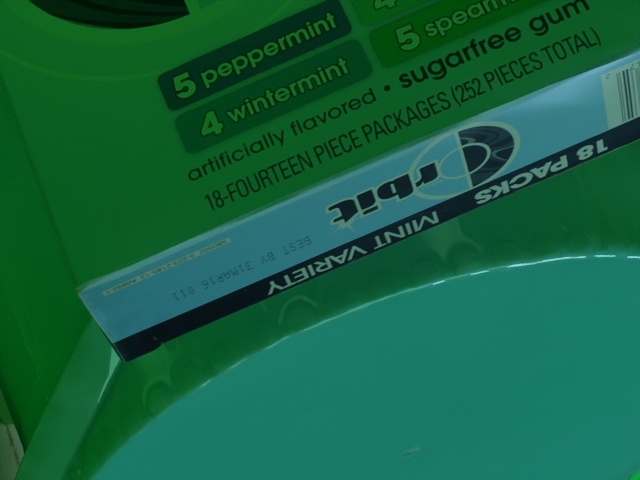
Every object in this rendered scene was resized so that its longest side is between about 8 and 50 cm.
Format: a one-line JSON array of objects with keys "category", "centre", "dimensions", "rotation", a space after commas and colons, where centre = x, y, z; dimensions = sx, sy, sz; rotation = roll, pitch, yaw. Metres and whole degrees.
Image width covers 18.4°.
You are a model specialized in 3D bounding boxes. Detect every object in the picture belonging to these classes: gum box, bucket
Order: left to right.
[{"category": "gum box", "centre": [-0.008, -0.084, 0.473], "dimensions": [0.157, 0.184, 0.041], "rotation": [-23, 150, 0]}, {"category": "bucket", "centre": [0.000, 0.000, 0.692], "dimensions": [0.281, 0.183, 0.281], "rotation": [-16, 150, -10]}]

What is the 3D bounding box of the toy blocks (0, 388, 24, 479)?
[{"category": "toy blocks", "centre": [-0.205, 0.259, 0.852], "dimensions": [0.289, 0.309, 0.260], "rotation": [-13, 143, -14]}]
